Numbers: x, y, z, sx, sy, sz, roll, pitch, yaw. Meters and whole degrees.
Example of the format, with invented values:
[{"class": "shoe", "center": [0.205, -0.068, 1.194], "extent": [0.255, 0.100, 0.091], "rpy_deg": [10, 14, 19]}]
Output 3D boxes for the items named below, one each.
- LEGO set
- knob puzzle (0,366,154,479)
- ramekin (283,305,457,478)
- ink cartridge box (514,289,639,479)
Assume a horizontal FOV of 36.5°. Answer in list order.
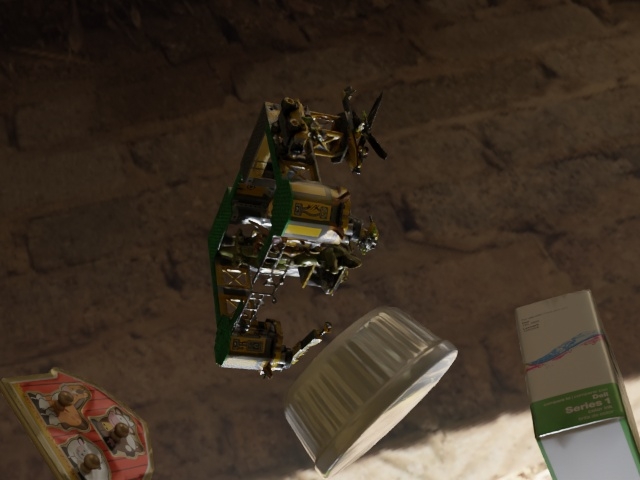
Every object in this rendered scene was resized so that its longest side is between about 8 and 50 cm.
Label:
[{"class": "LEGO set", "center": [0.000, 0.000, 1.126], "extent": [0.192, 0.255, 0.331], "rpy_deg": [8, 126, -21]}, {"class": "knob puzzle", "center": [-0.258, 0.218, 1.127], "extent": [0.030, 0.213, 0.213], "rpy_deg": [-46, 135, 15]}, {"class": "ramekin", "center": [0.065, 0.214, 1.437], "extent": [0.273, 0.127, 0.273], "rpy_deg": [-40, 164, -14]}, {"class": "ink cartridge box", "center": [0.359, 0.229, 1.320], "extent": [0.117, 0.278, 0.201], "rpy_deg": [-18, 118, 16]}]
